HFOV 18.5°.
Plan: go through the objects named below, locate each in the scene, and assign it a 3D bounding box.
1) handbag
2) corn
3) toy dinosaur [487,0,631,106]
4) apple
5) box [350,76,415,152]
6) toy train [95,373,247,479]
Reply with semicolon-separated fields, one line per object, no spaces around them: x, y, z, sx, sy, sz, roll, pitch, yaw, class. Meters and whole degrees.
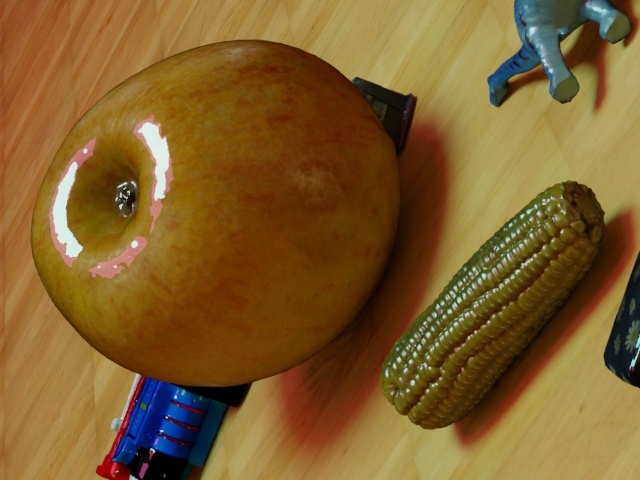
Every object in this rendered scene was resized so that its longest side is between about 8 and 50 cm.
0.217;0.046;1.223;0.139;0.072;0.115;154;134;-78;handbag
0.125;0.051;1.408;0.231;0.080;0.080;-50;28;34;corn
0.183;-0.200;1.473;0.144;0.076;0.329;-123;27;-43;toy dinosaur
-0.094;-0.024;1.669;0.299;0.275;0.299;2;92;45;apple
0.036;-0.107;1.791;0.085;0.063;0.060;-27;45;61;box
-0.139;0.156;1.924;0.204;0.083;0.131;-68;23;1;toy train
